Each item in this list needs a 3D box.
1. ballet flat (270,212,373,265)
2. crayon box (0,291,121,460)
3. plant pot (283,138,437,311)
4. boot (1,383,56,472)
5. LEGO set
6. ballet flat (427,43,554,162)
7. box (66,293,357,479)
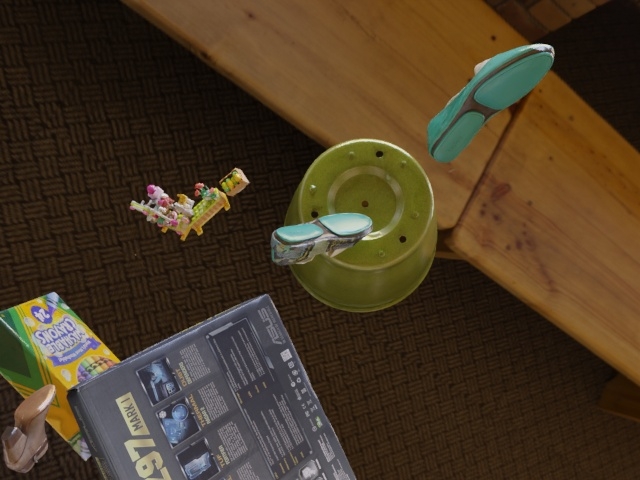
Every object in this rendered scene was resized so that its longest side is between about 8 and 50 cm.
[{"bbox_3d":[0.000,0.000,0.780,0.189,0.070,0.070,-10,92,-36],"label":"ballet flat"},{"bbox_3d":[-0.524,0.268,1.047,0.083,0.203,0.323,-41,94,5],"label":"crayon box"},{"bbox_3d":[0.087,-0.039,1.036,0.367,0.353,0.365,0,81,2],"label":"plant pot"},{"bbox_3d":[-0.451,0.300,0.794,0.118,0.042,0.086,-60,154,-49],"label":"boot"},{"bbox_3d":[-0.291,-0.083,1.045,0.107,0.287,0.132,36,54,-46],"label":"LEGO set"},{"bbox_3d":[0.251,-0.231,0.802,0.083,0.247,0.087,12,51,-28],"label":"ballet flat"},{"bbox_3d":[-0.079,0.188,0.437,0.184,0.059,0.232,-25,88,-40],"label":"box"}]
